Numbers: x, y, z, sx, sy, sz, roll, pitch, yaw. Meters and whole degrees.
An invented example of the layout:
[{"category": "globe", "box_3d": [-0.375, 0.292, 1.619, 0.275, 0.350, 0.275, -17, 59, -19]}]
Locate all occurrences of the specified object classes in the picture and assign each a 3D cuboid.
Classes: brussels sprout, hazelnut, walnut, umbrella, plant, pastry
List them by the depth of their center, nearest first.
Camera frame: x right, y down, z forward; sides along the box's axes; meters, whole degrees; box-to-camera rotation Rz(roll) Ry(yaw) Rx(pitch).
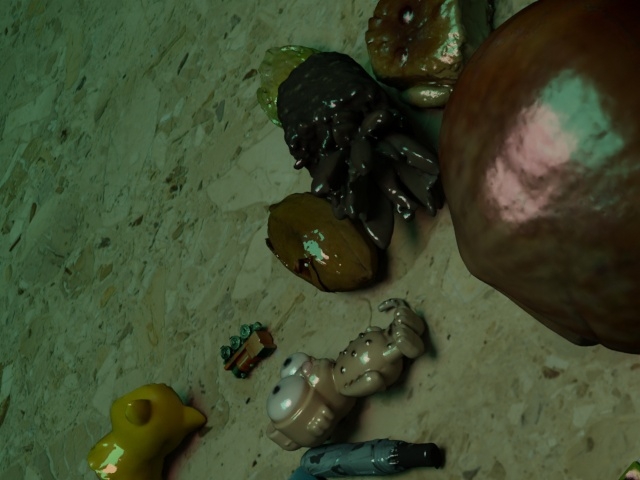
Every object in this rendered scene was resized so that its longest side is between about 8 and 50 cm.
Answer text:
[{"category": "hazelnut", "box_3d": [0.319, -0.072, 1.268, 0.359, 0.359, 0.409, -35, 73, 36]}, {"category": "umbrella", "box_3d": [0.067, 0.307, 1.652, 0.250, 0.053, 0.052, -15, 65, 46]}, {"category": "plant", "box_3d": [0.056, -0.134, 1.712, 0.182, 0.194, 0.320, -38, 42, 10]}, {"category": "pastry", "box_3d": [0.162, -0.310, 1.720, 0.218, 0.100, 0.229, 34, 104, 48]}, {"category": "walnut", "box_3d": [0.000, 0.000, 1.782, 0.245, 0.137, 0.137, 42, 109, 43]}, {"category": "brussels sprout", "box_3d": [-0.032, -0.250, 1.925, 0.139, 0.100, 0.181, -50, 43, 10]}]

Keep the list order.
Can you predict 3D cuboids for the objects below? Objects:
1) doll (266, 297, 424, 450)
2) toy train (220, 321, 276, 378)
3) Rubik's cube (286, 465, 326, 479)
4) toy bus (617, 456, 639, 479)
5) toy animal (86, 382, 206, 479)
[{"category": "doll", "box_3d": [0.033, 0.193, 1.686, 0.278, 0.119, 0.154, -41, 22, 18]}, {"category": "toy train", "box_3d": [-0.121, 0.183, 1.917, 0.103, 0.044, 0.064, -49, 57, 26]}, {"category": "Rubik's cube", "box_3d": [0.027, 0.487, 1.624, 0.234, 0.284, 0.250, -1, 102, 27]}, {"category": "toy bus", "box_3d": [0.391, 0.285, 1.109, 0.139, 0.302, 0.113, -57, 39, 10]}, {"category": "toy animal", "box_3d": [-0.313, 0.353, 1.993, 0.229, 0.156, 0.156, -58, 43, 19]}]
